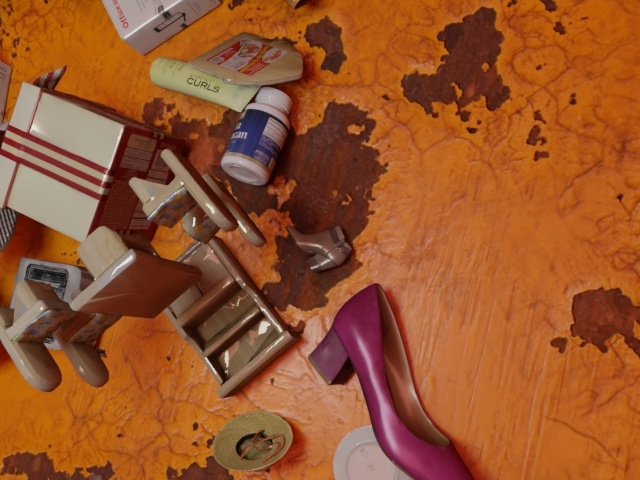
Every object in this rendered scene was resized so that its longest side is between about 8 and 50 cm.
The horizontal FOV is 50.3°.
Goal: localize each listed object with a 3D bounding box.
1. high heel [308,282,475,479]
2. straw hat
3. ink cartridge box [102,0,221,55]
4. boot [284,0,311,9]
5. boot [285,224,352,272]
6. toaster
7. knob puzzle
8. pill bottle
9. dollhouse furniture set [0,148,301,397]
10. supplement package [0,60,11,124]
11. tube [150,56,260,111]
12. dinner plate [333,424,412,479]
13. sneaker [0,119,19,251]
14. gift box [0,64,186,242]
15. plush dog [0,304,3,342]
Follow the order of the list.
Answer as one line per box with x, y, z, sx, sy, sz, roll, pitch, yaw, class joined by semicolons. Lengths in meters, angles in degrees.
0.150;0.247;1.110;0.377;0.127;0.181;43;103;20;high heel
-0.113;0.371;1.195;0.144;0.144;0.061;-5;122;14;straw hat
-0.329;-0.500;1.387;0.203;0.086;0.148;-30;75;9;ink cartridge box
-0.117;-0.517;1.293;0.283;0.109;0.220;-36;88;-16;boot
0.000;0.000;1.245;0.087;0.042;0.118;-34;75;0;boot
-0.505;0.128;1.315;0.186;0.110;0.168;8;84;16;toaster
-0.119;-0.329;1.284;0.213;0.030;0.213;2;41;-1;knob puzzle
-0.113;-0.196;1.269;0.094;0.094;0.169;15;72;16;pill bottle
-0.223;0.110;1.096;0.362;0.394;0.256;-41;74;5;dollhouse furniture set
-0.769;-0.279;1.438;0.134;0.139;0.244;3;80;14;supplement package
-0.223;-0.307;1.319;0.240;0.062;0.070;21;103;27;tube
0.089;0.389;1.166;0.141;0.017;0.141;-3;78;14;dinner plate
-0.653;-0.108;1.315;0.150;0.135;0.366;-13;41;12;sneaker
-0.430;-0.159;1.275;0.258;0.255;0.276;22;93;15;gift box
-0.702;0.146;1.317;0.225;0.211;0.262;44;119;20;plush dog
